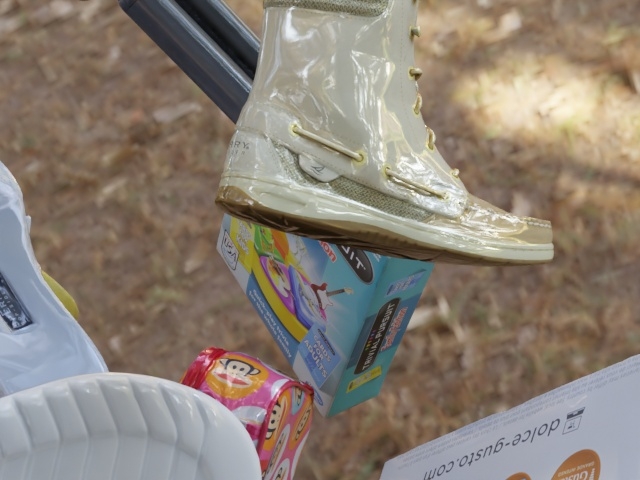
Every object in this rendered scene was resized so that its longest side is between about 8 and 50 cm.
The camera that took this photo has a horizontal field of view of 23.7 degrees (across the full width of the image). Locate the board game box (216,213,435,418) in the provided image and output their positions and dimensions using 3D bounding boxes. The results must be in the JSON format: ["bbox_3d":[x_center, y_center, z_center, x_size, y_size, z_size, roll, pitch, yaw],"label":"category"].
[{"bbox_3d":[0.000,0.000,1.629,0.079,0.336,0.254,-23,63,-25],"label":"board game box"}]

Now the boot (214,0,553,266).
[{"bbox_3d":[0.065,-0.091,1.113,0.095,0.261,0.204,167,115,-71],"label":"boot"}]

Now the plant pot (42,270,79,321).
[{"bbox_3d":[-0.448,0.127,1.786,0.254,0.254,0.239,12,65,39],"label":"plant pot"}]

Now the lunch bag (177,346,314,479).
[{"bbox_3d":[-0.100,0.260,1.524,0.120,0.258,0.293,21,84,14],"label":"lunch bag"}]

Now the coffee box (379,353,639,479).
[{"bbox_3d":[0.220,0.329,1.034,0.337,0.338,0.334,-35,28,52],"label":"coffee box"}]

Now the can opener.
[{"bbox_3d":[-0.151,-0.211,1.358,0.076,0.283,0.095,-51,12,-31],"label":"can opener"}]

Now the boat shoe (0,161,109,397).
[{"bbox_3d":[-0.309,0.067,1.430,0.135,0.156,0.367,-21,60,-32],"label":"boat shoe"}]

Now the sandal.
[{"bbox_3d":[-0.246,0.189,1.167,0.416,0.169,0.102,-4,5,-27],"label":"sandal"}]
